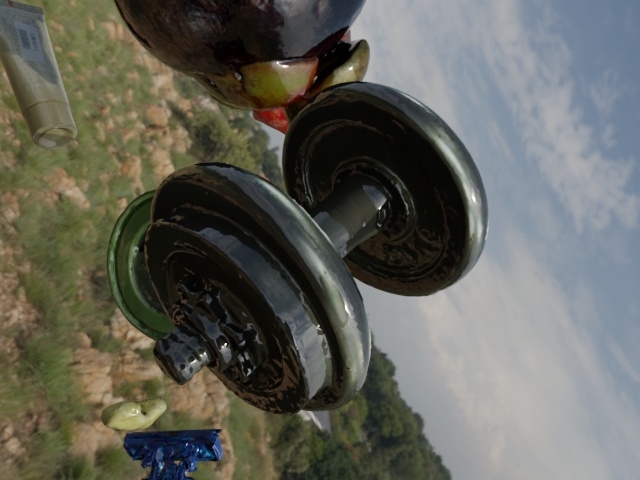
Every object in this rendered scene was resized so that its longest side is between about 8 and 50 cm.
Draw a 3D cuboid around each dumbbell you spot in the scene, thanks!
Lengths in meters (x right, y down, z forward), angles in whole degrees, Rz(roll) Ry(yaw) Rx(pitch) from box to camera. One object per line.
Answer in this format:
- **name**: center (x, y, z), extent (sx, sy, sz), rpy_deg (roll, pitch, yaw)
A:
- **dumbbell**: center (0.000, 0.000, 0.424), extent (0.192, 0.290, 0.192), rpy_deg (29, -41, 28)

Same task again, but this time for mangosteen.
- **mangosteen**: center (-0.076, -0.354, 0.811), extent (0.435, 0.382, 0.382), rpy_deg (49, 6, -29)

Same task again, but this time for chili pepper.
- **chili pepper**: center (-0.098, -0.285, 1.329), extent (0.123, 0.073, 0.070), rpy_deg (26, 34, -3)

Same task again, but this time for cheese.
- **cheese**: center (-0.197, 0.185, 0.625), extent (0.030, 0.044, 0.083), rpy_deg (52, -1, 21)

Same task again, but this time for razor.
- **razor**: center (-0.119, 0.330, 0.505), extent (0.056, 0.093, 0.323), rpy_deg (-5, 89, -74)

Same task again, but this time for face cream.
- **face cream**: center (-0.568, -0.342, 1.145), extent (0.137, 0.084, 0.341), rpy_deg (-7, 67, -48)

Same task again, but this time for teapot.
- **teapot**: center (-0.151, 0.035, 0.900), extent (0.200, 0.271, 0.337), rpy_deg (62, 23, 8)
